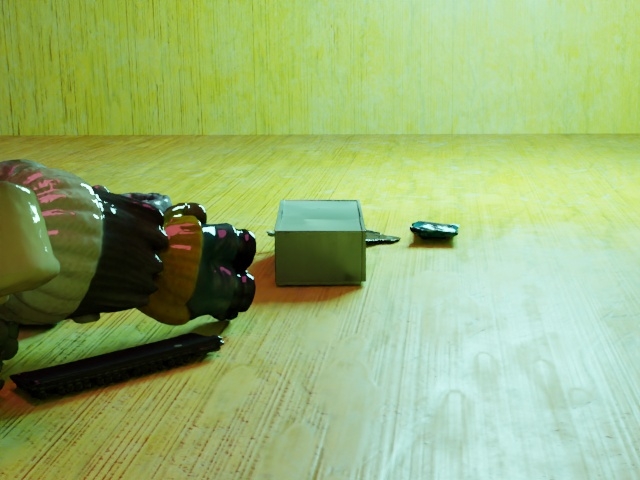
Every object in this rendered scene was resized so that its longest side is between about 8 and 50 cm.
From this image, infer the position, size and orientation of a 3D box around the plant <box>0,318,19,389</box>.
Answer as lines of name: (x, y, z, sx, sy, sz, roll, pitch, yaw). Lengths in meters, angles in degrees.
plant: (-0.360, 0.124, 1.064, 0.085, 0.087, 0.174, 28, 16, -7)

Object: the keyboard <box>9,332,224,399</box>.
keyboard: (-0.217, 0.134, 1.123, 0.231, 0.023, 0.072, -11, 9, -39)

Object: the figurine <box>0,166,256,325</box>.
figurine: (-0.235, 0.013, 1.201, 0.333, 0.185, 0.204, 4, -16, -14)

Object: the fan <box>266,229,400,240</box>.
fan: (0.012, -0.011, 1.731, 0.227, 0.008, 0.153, -2, 11, -33)

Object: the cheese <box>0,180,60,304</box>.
cheese: (-0.465, 0.063, 0.973, 0.384, 0.104, 0.384, -20, -6, -2)

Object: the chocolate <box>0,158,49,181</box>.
chocolate: (-0.514, -0.063, 1.602, 0.254, 0.080, 0.157, -24, -25, 17)

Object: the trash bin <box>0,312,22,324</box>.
trash bin: (-0.393, 0.073, 1.321, 0.130, 0.059, 0.116, 0, 11, -1)

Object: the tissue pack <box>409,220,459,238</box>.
tissue pack: (0.194, -0.018, 1.758, 0.085, 0.027, 0.138, 4, 9, 8)

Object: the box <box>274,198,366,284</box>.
box: (0.000, 0.000, 1.554, 0.130, 0.086, 0.225, 0, 13, 0)

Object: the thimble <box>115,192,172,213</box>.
thimble: (-0.308, -0.022, 1.647, 0.150, 0.097, 0.150, -2, 12, 0)
